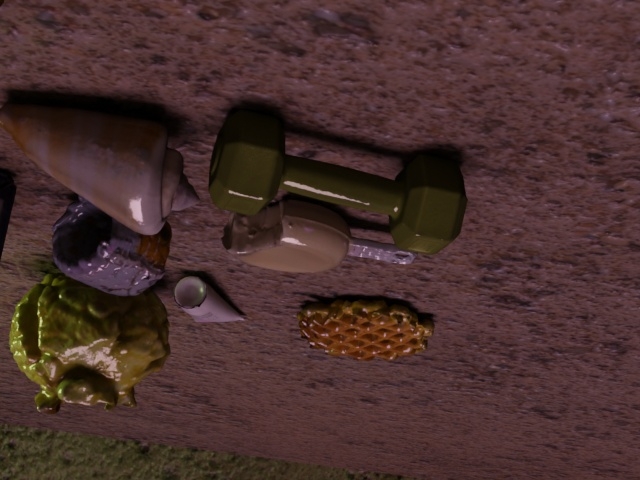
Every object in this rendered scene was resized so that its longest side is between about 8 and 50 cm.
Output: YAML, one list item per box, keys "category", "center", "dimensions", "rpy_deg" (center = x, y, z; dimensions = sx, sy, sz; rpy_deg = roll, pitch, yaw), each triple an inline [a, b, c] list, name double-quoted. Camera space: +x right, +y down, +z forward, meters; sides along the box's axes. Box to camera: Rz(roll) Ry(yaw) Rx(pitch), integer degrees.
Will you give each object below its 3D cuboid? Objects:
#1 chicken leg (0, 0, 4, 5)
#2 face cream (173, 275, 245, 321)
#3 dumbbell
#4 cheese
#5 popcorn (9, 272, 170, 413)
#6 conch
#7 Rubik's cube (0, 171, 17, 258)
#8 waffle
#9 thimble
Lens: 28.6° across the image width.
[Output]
- category: "chicken leg"
  center: [-0.376, -0.225, 1.217]
  dimensions: [0.101, 0.085, 0.207]
  rpy_deg: [5, 162, 10]
- category: "face cream"
  center: [-0.196, 0.113, 2.140]
  dimensions: [0.092, 0.058, 0.243]
  rpy_deg: [0, 166, 8]
- category: "dumbbell"
  center: [0.020, -0.066, 1.473]
  dimensions: [0.302, 0.108, 0.121]
  rpy_deg: [13, 160, -14]
- category: "cheese"
  center: [-0.002, 0.007, 1.742]
  dimensions: [0.249, 0.071, 0.163]
  rpy_deg: [16, 159, -25]
- category: "popcorn"
  center: [-0.387, 0.164, 2.095]
  dimensions: [0.258, 0.270, 0.224]
  rpy_deg: [48, 176, 29]
- category: "conch"
  center: [-0.254, -0.111, 1.486]
  dimensions: [0.255, 0.127, 0.158]
  rpy_deg: [34, -174, -8]
- category: "Rubik's cube"
  center: [-0.631, 0.045, 1.731]
  dimensions: [0.305, 0.310, 0.307]
  rpy_deg: [17, 156, -26]
- category: "waffle"
  center: [0.077, 0.148, 2.144]
  dimensions: [0.243, 0.059, 0.238]
  rpy_deg: [1, 156, 11]
- category: "thimble"
  center: [-0.295, 0.004, 1.760]
  dimensions: [0.151, 0.127, 0.118]
  rpy_deg: [-15, 152, 37]
